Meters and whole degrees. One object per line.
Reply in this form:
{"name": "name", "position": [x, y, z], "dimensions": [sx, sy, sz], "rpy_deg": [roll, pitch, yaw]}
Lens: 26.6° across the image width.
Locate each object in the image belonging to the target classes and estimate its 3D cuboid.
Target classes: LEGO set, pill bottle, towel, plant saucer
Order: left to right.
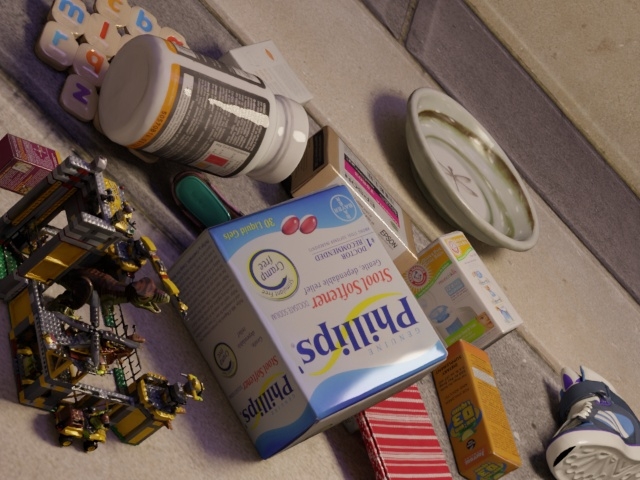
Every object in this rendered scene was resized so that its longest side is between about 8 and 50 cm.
{"name": "LEGO set", "position": [-0.236, 0.058, 1.560], "dimensions": [0.255, 0.192, 0.331], "rpy_deg": [30, 34, -39]}
{"name": "pill bottle", "position": [-0.164, -0.179, 1.938], "dimensions": [0.278, 0.162, 0.162], "rpy_deg": [18, 41, -37]}
{"name": "towel", "position": [0.109, 0.273, 1.973], "dimensions": [0.199, 0.031, 0.275], "rpy_deg": [12, 52, -56]}
{"name": "plant saucer", "position": [0.287, -0.126, 2.764], "dimensions": [0.400, 0.100, 0.400], "rpy_deg": [38, 29, -26]}

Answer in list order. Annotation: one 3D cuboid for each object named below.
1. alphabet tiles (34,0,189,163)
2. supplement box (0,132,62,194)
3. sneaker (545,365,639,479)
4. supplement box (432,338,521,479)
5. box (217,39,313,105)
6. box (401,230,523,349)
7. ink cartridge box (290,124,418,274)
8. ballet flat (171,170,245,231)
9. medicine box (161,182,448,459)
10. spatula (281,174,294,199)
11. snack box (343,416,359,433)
{"name": "alphabet tiles", "position": [-0.288, -0.248, 2.007], "dimensions": [0.284, 0.021, 0.278], "rpy_deg": [33, 43, -25]}
{"name": "supplement box", "position": [-0.370, -0.092, 1.688], "dimensions": [0.083, 0.055, 0.043], "rpy_deg": [22, 38, -48]}
{"name": "sneaker", "position": [0.473, 0.330, 2.491], "dimensions": [0.322, 0.130, 0.236], "rpy_deg": [16, 34, -44]}
{"name": "supplement box", "position": [0.252, 0.281, 2.219], "dimensions": [0.080, 0.078, 0.233], "rpy_deg": [29, 34, -40]}
{"name": "box", "position": [-0.110, -0.254, 2.278], "dimensions": [0.130, 0.091, 0.170], "rpy_deg": [54, 26, 3]}
{"name": "box", "position": [0.245, 0.099, 2.392], "dimensions": [0.203, 0.114, 0.103], "rpy_deg": [57, 28, 11]}
{"name": "ink cartridge box", "position": [0.056, -0.058, 2.266], "dimensions": [0.235, 0.088, 0.193], "rpy_deg": [47, 15, -19]}
{"name": "ballet flat", "position": [-0.134, -0.015, 1.975], "dimensions": [0.221, 0.077, 0.079], "rpy_deg": [49, 7, -6]}
{"name": "medicine box", "position": [-0.020, 0.104, 1.822], "dimensions": [0.263, 0.149, 0.289], "rpy_deg": [-21, 73, -42]}
{"name": "spatula", "position": [0.000, 0.000, 2.210], "dimensions": [0.084, 0.030, 0.296], "rpy_deg": [11, 48, -56]}
{"name": "snack box", "position": [0.035, 0.204, 2.001], "dimensions": [0.141, 0.037, 0.100], "rpy_deg": [56, 28, 3]}
